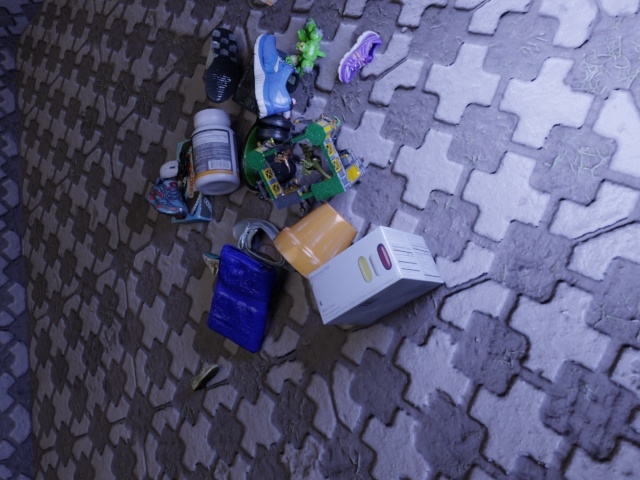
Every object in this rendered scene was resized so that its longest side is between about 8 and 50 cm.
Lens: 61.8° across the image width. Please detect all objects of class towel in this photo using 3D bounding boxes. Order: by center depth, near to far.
[{"bbox_3d":[-0.266,0.191,1.738,0.227,0.076,0.309,25,113,30],"label":"towel"}]

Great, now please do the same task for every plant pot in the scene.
[{"bbox_3d":[0.000,0.000,1.536,0.188,0.205,0.205,-47,55,6],"label":"plant pot"}]

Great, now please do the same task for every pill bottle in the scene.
[{"bbox_3d":[-0.378,-0.316,1.916,0.162,0.162,0.279,-21,70,36],"label":"pill bottle"}]

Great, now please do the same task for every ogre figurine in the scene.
[{"bbox_3d":[-0.043,-0.616,1.729,0.197,0.096,0.118,-56,33,0],"label":"ogre figurine"}]

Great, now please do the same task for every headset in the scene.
[{"bbox_3d":[-0.123,-0.295,1.741,0.394,0.185,0.244,-17,72,53],"label":"headset"}]

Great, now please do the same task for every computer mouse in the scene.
[{"bbox_3d":[-0.579,-0.277,2.083,0.192,0.042,0.106,-13,75,43],"label":"computer mouse"}]

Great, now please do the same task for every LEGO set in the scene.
[{"bbox_3d":[-0.027,-0.232,1.557,0.331,0.192,0.255,-25,102,36],"label":"LEGO set"}]

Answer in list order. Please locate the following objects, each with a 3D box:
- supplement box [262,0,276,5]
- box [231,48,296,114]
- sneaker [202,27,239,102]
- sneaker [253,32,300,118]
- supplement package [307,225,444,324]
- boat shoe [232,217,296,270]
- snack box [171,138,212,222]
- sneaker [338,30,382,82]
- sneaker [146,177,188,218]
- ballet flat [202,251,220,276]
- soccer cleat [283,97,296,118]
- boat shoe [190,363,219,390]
[{"bbox_3d":[-0.168,-0.885,1.893,0.098,0.062,0.036,-27,68,35],"label":"supplement box"},{"bbox_3d":[-0.196,-0.556,1.866,0.183,0.059,0.233,37,106,38],"label":"box"},{"bbox_3d":[-0.372,-0.615,1.982,0.146,0.122,0.331,131,146,-54],"label":"sneaker"},{"bbox_3d":[-0.143,-0.530,1.722,0.130,0.147,0.330,102,164,-62],"label":"sneaker"},{"bbox_3d":[0.139,0.100,1.380,0.261,0.204,0.145,-36,61,31],"label":"supplement package"},{"bbox_3d":[-0.188,0.007,1.740,0.320,0.103,0.118,32,104,39],"label":"boat shoe"},{"bbox_3d":[-0.490,-0.230,2.063,0.187,0.060,0.322,-5,80,41],"label":"snack box"},{"bbox_3d":[0.117,-0.541,1.595,0.071,0.068,0.170,48,113,28],"label":"sneaker"},{"bbox_3d":[-0.577,-0.169,2.021,0.261,0.104,0.125,30,102,42],"label":"sneaker"},{"bbox_3d":[-0.339,0.096,1.863,0.240,0.091,0.077,13,87,43],"label":"ballet flat"},{"bbox_3d":[-0.111,-0.438,1.790,0.029,0.035,0.083,44,111,36],"label":"soccer cleat"},{"bbox_3d":[-0.412,0.475,1.889,0.153,0.056,0.048,-50,60,32],"label":"boat shoe"}]
